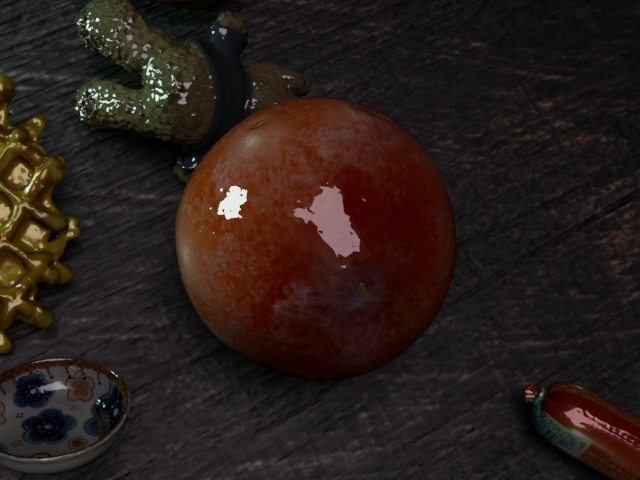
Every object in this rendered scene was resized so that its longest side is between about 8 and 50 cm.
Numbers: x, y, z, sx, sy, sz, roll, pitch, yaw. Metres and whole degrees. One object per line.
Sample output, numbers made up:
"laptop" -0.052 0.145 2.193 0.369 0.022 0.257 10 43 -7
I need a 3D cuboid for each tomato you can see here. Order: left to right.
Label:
"tomato" 0.000 0.000 0.869 0.264 0.265 0.265 3 72 -10

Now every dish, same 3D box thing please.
"dish" -0.244 0.180 0.865 0.141 0.078 0.141 3 31 -2

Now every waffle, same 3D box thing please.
"waffle" -0.359 -0.021 0.880 0.259 0.069 0.293 -6 87 -15

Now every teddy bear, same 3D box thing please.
"teddy bear" -0.132 -0.145 0.957 0.251 0.129 0.182 11 107 -12

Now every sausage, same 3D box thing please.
"sausage" 0.322 0.219 0.959 0.263 0.083 0.083 31 69 1

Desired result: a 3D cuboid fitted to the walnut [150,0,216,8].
"walnut" -0.168 -0.333 0.989 0.207 0.167 0.167 29 69 7
